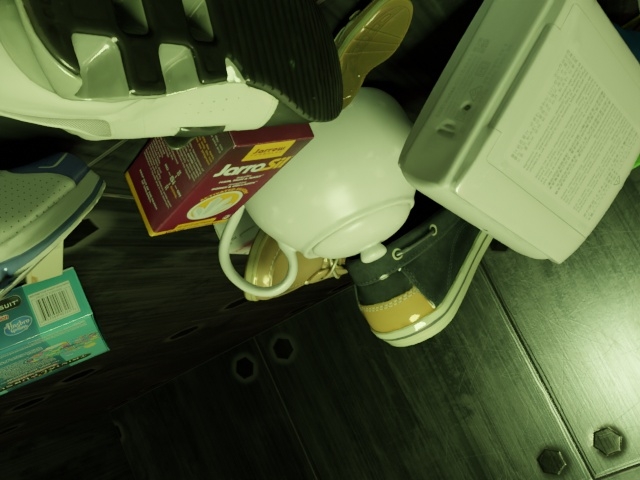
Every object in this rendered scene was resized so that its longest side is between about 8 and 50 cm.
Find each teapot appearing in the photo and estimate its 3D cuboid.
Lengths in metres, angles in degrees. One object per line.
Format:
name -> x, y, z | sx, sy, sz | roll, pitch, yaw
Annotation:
teapot -> 0.022, -0.056, 0.839 | 0.253, 0.187, 0.256 | -16, 166, -40

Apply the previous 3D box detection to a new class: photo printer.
photo printer -> 0.253, -0.118, 0.750 | 0.308, 0.107, 0.256 | 23, 98, -43

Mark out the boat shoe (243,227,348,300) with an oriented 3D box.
boat shoe -> 0.000, 0.000, 1.020 | 0.341, 0.110, 0.121 | -41, 145, -55

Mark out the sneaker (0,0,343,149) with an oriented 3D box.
sneaker -> -0.105, -0.129, 0.460 | 0.146, 0.122, 0.331 | -11, 179, 32

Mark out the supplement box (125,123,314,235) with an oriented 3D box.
supplement box -> -0.108, -0.086, 0.681 | 0.104, 0.080, 0.188 | -15, 165, -43

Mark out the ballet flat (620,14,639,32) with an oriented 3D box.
ballet flat -> 0.487, -0.309, 1.000 | 0.077, 0.077, 0.231 | 9, 149, -43

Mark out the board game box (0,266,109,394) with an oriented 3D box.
board game box -> -0.477, 0.162, 1.035 | 0.254, 0.079, 0.336 | -22, 169, -19

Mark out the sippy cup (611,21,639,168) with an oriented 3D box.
sippy cup -> 0.380, -0.188, 0.974 | 0.305, 0.240, 0.224 | -29, 163, -36

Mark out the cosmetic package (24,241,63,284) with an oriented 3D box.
cosmetic package -> -0.303, 0.000, 0.708 | 0.041, 0.060, 0.115 | -19, 166, -27

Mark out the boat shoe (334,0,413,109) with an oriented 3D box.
boat shoe -> 0.032, -0.187, 0.644 | 0.056, 0.048, 0.153 | -5, 153, -30

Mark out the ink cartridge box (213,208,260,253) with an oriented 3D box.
ink cartridge box -> -0.094, -0.023, 1.074 | 0.099, 0.056, 0.135 | -30, 168, 16

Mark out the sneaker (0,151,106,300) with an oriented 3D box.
sneaker -> -0.314, -0.010, 0.483 | 0.127, 0.182, 0.315 | -31, -163, 37

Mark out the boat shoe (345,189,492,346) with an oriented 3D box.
boat shoe -> 0.175, -0.053, 1.044 | 0.187, 0.156, 0.500 | -23, -158, 40

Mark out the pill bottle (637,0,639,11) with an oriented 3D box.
pill bottle -> 0.547, -0.327, 0.777 | 0.302, 0.169, 0.169 | -27, 169, 12
